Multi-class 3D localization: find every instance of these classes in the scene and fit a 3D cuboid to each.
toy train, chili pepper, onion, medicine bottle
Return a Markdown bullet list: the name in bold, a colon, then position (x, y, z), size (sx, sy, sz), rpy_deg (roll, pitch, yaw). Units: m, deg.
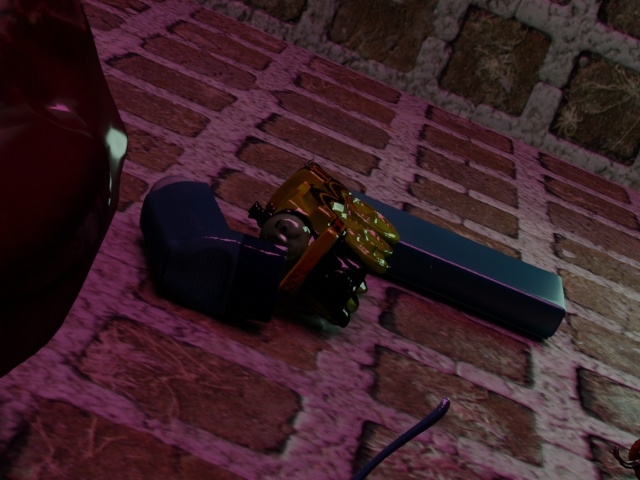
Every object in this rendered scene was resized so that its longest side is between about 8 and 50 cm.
- **toy train**: position (0.000, 0.000, 1.900), size (0.160, 0.100, 0.296), rpy_deg (38, 11, -1)
- **chili pepper**: position (0.366, 0.226, 1.791), size (0.268, 0.050, 0.059), rpy_deg (7, 42, -53)
- **onion**: position (-0.357, -0.036, 1.203), size (0.398, 0.398, 0.420), rpy_deg (12, -27, -24)
- **medicine bottle**: position (-0.118, 0.001, 1.791), size (0.124, 0.079, 0.258), rpy_deg (7, 17, -17)

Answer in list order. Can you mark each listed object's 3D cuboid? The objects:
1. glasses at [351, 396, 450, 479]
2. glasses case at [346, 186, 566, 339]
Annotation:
- **glasses**: position (0.073, 0.226, 1.069), size (0.190, 0.220, 0.088), rpy_deg (28, -24, 23)
- **glasses case**: position (0.151, 0.034, 2.147), size (0.301, 0.070, 0.117), rpy_deg (24, 20, -4)
